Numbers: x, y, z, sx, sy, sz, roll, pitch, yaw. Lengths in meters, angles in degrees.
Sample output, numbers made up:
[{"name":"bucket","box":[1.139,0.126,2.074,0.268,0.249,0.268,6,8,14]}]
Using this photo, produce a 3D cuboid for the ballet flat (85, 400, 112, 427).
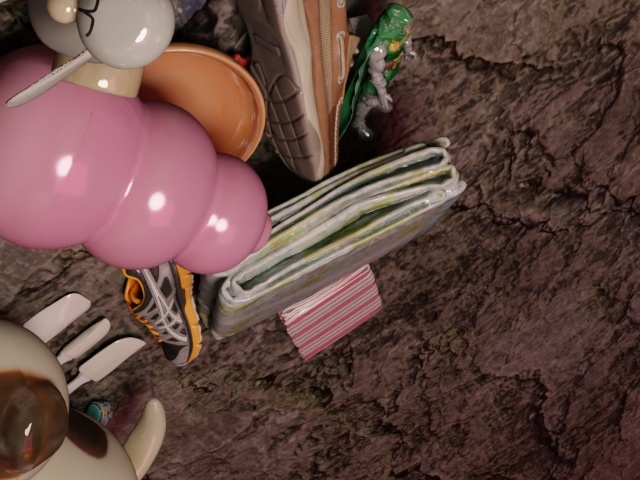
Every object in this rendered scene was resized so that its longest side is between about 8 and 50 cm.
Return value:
[{"name":"ballet flat","box":[-0.310,0.260,1.899,0.041,0.041,0.114,3,130,-42]}]

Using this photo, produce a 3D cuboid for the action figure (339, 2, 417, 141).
[{"name":"action figure","box":[0.069,-0.197,1.590,0.137,0.063,0.232,-60,174,-24]}]

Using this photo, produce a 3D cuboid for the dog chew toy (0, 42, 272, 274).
[{"name":"dog chew toy","box":[-0.199,-0.064,1.423,0.332,0.206,0.206,23,117,-25]}]

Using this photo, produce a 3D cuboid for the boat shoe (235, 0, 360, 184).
[{"name":"boat shoe","box":[-0.008,-0.200,1.518,0.116,0.123,0.324,-31,138,-23]}]

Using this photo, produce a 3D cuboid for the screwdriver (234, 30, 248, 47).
[{"name":"screwdriver","box":[-0.044,-0.276,1.539,0.025,0.024,0.170,39,111,-24]}]

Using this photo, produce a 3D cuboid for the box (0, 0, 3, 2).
[{"name":"box","box":[-0.285,-0.290,1.266,0.137,0.072,0.126,-25,143,-16]}]

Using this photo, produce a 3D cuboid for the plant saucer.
[{"name":"plant saucer","box":[-0.161,-0.138,1.531,0.200,0.037,0.200,-6,134,-7]}]

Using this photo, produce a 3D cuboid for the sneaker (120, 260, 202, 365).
[{"name":"sneaker","box":[-0.202,0.077,1.752,0.083,0.084,0.215,-21,133,-17]}]

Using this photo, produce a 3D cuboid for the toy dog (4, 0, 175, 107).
[{"name":"toy dog","box":[-0.207,-0.205,1.153,0.161,0.220,0.334,10,168,-12]}]

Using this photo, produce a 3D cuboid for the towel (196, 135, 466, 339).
[{"name":"towel","box":[0.000,0.000,1.715,0.321,0.090,0.374,-26,173,-10]}]

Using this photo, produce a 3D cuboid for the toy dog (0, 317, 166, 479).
[{"name":"toy dog","box":[-0.362,0.265,1.634,0.395,0.284,0.408,-25,142,-12]}]

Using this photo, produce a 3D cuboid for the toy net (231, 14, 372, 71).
[{"name":"toy net","box":[-0.047,-0.198,1.604,0.232,0.045,0.122,-39,131,-2]}]

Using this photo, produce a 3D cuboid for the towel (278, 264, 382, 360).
[{"name":"towel","box":[0.016,0.097,1.981,0.144,0.029,0.197,-32,158,-5]}]

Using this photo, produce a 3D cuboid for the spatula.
[{"name":"spatula","box":[-0.359,0.169,1.773,0.242,0.019,0.168,-37,146,6]}]
